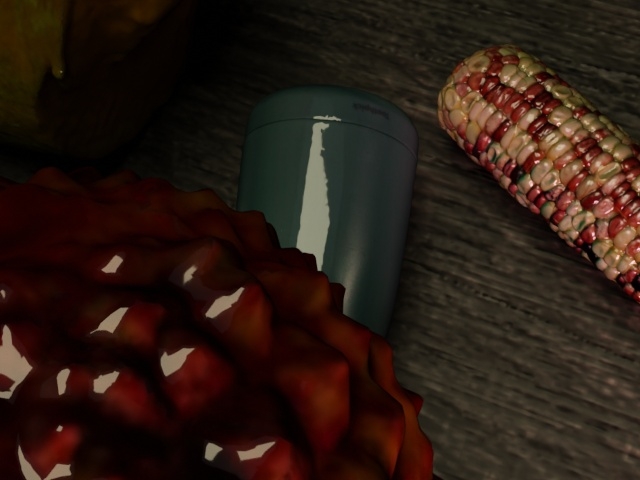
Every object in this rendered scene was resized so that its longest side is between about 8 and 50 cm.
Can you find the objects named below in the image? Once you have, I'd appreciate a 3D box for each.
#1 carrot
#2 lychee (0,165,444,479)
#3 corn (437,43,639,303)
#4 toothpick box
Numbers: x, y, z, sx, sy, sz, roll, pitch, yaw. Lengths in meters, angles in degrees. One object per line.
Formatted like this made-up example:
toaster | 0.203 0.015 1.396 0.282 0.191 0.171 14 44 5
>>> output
carrot | -0.196 -0.184 0.785 0.340 0.241 0.241 12 70 19
lychee | -0.158 0.200 0.520 0.424 0.424 0.500 38 96 23
corn | 0.183 -0.036 0.732 0.086 0.086 0.253 -41 66 -8
toothpick box | 0.000 0.000 0.734 0.120 0.120 0.184 2 70 12
